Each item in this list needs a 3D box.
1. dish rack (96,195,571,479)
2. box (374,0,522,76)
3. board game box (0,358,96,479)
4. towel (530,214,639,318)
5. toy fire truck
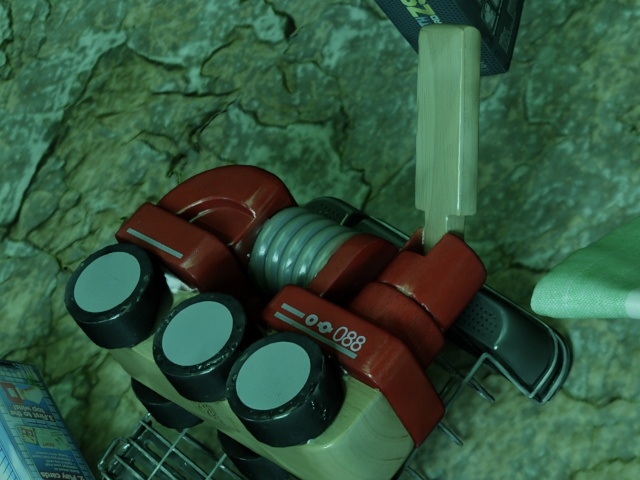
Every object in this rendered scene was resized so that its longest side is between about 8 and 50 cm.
[{"bbox_3d":[-0.006,0.113,1.165,0.208,0.074,0.271,33,84,42],"label":"dish rack"},{"bbox_3d":[0.084,-0.251,1.259,0.059,0.183,0.233,-2,62,30],"label":"box"},{"bbox_3d":[-0.191,0.204,1.182,0.194,0.060,0.194,39,108,42],"label":"board game box"},{"bbox_3d":[0.304,-0.001,0.964,0.325,0.248,0.038,1,105,32],"label":"towel"},{"bbox_3d":[0.000,0.000,1.095,0.217,0.158,0.246,26,67,41],"label":"toy fire truck"}]
